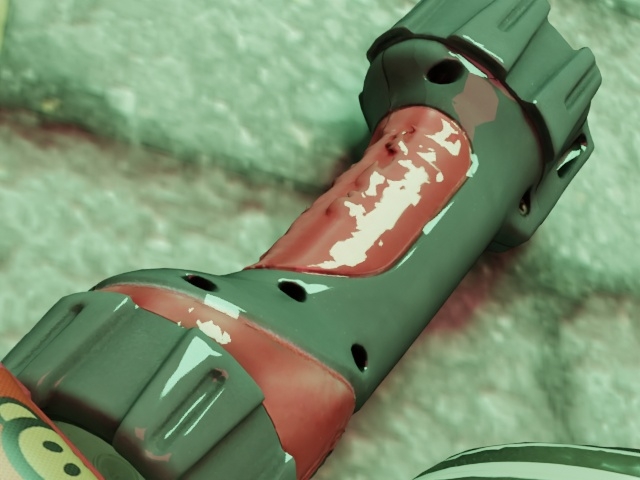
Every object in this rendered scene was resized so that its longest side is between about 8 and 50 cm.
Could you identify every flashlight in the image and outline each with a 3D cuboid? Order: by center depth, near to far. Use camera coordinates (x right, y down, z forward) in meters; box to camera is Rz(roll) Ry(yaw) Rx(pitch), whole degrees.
[{"bbox_3d":[0.000,0.000,0.614,0.103,0.103,0.304,20,43,20],"label":"flashlight"}]

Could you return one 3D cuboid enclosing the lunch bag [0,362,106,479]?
[{"bbox_3d":[-0.168,0.077,0.350,0.293,0.120,0.258,43,22,26],"label":"lunch bag"}]

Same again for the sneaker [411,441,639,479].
[{"bbox_3d":[0.179,0.196,0.489,0.447,0.169,0.257,33,43,19],"label":"sneaker"}]
